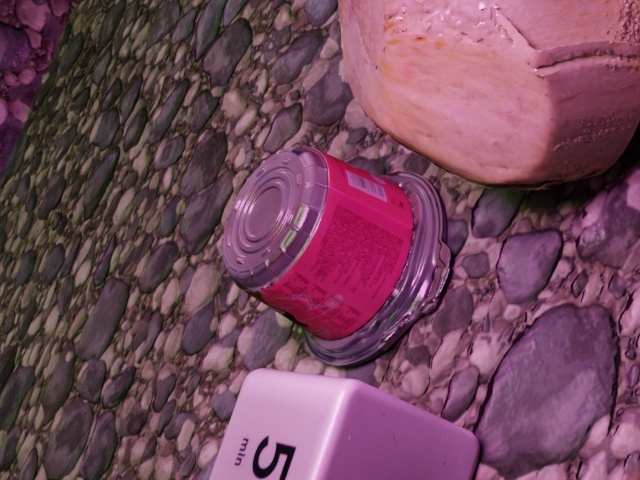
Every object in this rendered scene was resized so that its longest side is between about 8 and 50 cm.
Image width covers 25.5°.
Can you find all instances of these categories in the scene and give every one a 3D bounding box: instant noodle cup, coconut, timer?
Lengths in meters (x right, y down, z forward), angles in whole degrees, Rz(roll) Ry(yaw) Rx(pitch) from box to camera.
[{"bbox_3d":[0.000,0.000,1.689,0.302,0.181,0.258,-9,58,53],"label":"instant noodle cup"},{"bbox_3d":[0.201,-0.223,1.451,0.352,0.352,0.353,-35,41,37],"label":"coconut"},{"bbox_3d":[0.016,0.254,1.460,0.195,0.192,0.194,0,67,56],"label":"timer"}]
